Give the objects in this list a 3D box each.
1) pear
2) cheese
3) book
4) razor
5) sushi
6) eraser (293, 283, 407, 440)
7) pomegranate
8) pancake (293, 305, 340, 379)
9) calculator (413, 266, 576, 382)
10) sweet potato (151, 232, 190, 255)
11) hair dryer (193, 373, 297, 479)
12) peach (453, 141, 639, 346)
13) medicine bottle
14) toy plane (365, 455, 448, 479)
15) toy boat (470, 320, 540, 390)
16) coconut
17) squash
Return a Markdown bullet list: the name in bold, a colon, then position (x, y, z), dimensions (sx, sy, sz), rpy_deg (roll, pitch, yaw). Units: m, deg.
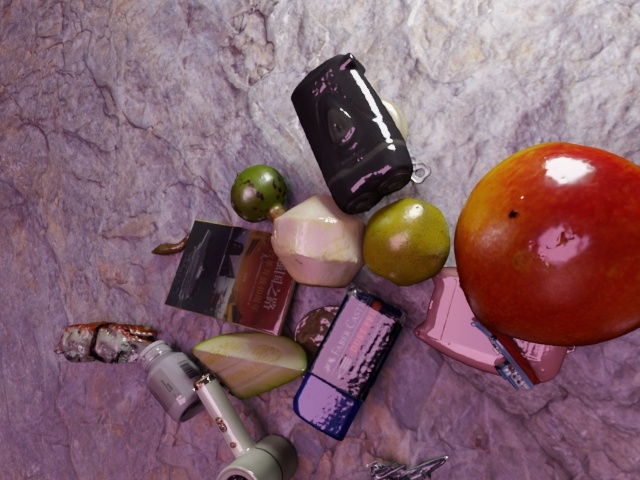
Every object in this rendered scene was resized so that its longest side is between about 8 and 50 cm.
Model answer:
- **pear**: position (0.191, 0.004, 1.077), dimensions (0.198, 0.198, 0.198), rpy_deg (-2, 86, 24)
- **cheese**: position (0.172, -0.249, 1.160), dimensions (0.249, 0.071, 0.163), rpy_deg (26, 98, 24)
- **book**: position (-0.235, 0.090, 1.313), dimensions (0.374, 0.028, 0.262), rpy_deg (10, 74, 25)
- **razor**: position (0.068, -0.244, 1.106), dimensions (0.205, 0.114, 0.348), rpy_deg (-30, 73, 25)
- **sushi**: position (-0.649, 0.313, 1.461), dimensions (0.333, 0.124, 0.129), rpy_deg (0, 79, 22)
- **eraser**: position (0.064, 0.272, 1.110), dimensions (0.155, 0.101, 0.331), rpy_deg (27, 88, 10)
- **pomegranate**: position (-0.142, -0.097, 1.263), dimensions (0.156, 0.156, 0.220), rpy_deg (-35, 97, 18)
- **pancake**: position (0.046, 0.272, 1.196), dimensions (0.242, 0.050, 0.241), rpy_deg (-1, 86, 13)
- **calculator**: position (0.379, 0.181, 1.052), dimensions (0.330, 0.048, 0.219), rpy_deg (15, 92, 22)
- **sweet potato**: position (-0.444, 0.021, 1.438), dimensions (0.153, 0.038, 0.041), rpy_deg (-19, 102, 20)
- **hair dryer**: position (-0.217, 0.476, 1.198), dimensions (0.128, 0.203, 0.361), rpy_deg (-39, 77, 17)
- **peach**: position (0.428, 0.018, 0.874), dimensions (0.389, 0.388, 0.387), rpy_deg (-2, 86, 24)
- **medicine bottle**: position (-0.409, 0.384, 1.343), dimensions (0.215, 0.135, 0.135), rpy_deg (41, 103, 21)
- **toy plane**: position (0.185, 0.552, 1.096), dimensions (0.234, 0.082, 0.159), rpy_deg (-29, 102, 21)
- **toy boat**: position (0.375, 0.233, 0.992), dimensions (0.059, 0.069, 0.172), rpy_deg (-36, 82, 6)
- **coconut**: position (0.000, 0.000, 1.146), dimensions (0.197, 0.237, 0.236), rpy_deg (-10, 81, 60)
- **squash**: position (-0.167, 0.274, 1.217), dimensions (0.203, 0.111, 0.289), rpy_deg (48, 130, -5)
